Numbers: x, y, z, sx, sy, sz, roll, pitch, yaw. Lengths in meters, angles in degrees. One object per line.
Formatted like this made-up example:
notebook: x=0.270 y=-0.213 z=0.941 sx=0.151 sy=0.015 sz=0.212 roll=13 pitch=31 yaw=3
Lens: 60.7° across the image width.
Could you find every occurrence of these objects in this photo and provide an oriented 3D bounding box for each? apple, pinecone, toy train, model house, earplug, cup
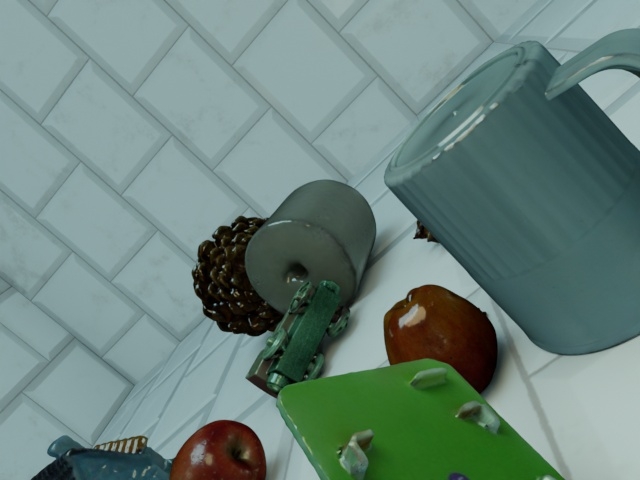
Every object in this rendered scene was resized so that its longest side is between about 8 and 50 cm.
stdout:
apple: x=0.166 y=0.144 z=0.772 sx=0.156 sy=0.158 sz=0.147 roll=-44 pitch=12 yaw=-9
pinecone: x=-0.225 y=0.133 z=1.787 sx=0.398 sy=0.398 sz=0.398 roll=-45 pitch=11 yaw=11
toy train: x=-0.055 y=0.237 z=1.325 sx=0.304 sy=0.150 sz=0.221 roll=-59 pitch=9 yaw=-30
model house: x=-0.532 y=0.603 z=1.328 sx=0.360 sy=0.339 sz=0.297 roll=-38 pitch=16 yaw=41
model house: x=0.114 y=0.315 z=0.473 sx=0.300 sy=0.340 sz=0.324 roll=46 pitch=123 yaw=41
apple: x=-0.195 y=0.441 z=1.044 sx=0.168 sy=0.181 sz=0.181 roll=-43 pitch=11 yaw=34
earplug: x=0.000 y=0.000 z=1.575 sx=0.312 sy=0.312 sz=0.394 roll=-40 pitch=10 yaw=32
cup: x=0.273 y=-0.052 z=0.658 sx=0.257 sy=0.311 sz=0.331 roll=-48 pitch=11 yaw=-5

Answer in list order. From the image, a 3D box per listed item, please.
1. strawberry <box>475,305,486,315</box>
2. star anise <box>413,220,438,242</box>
strawberry: x=0.185 y=0.142 z=0.922 sx=0.188 sy=0.082 sz=0.121 roll=-41 pitch=9 yaw=42
star anise: x=0.282 y=-0.079 z=1.280 sx=0.196 sy=0.111 sz=0.212 roll=99 pitch=180 yaw=-76
